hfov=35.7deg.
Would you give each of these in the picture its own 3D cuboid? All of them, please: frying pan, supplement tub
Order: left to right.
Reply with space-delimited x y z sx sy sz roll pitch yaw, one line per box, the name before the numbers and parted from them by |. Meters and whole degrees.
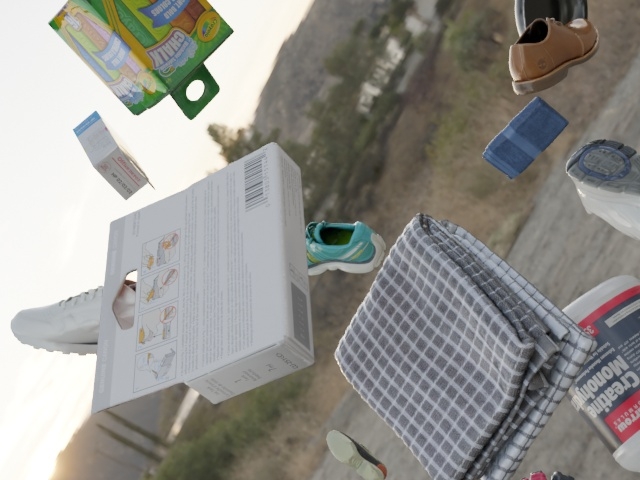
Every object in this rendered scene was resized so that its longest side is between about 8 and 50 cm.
frying pan | 0.339 -0.411 1.575 0.053 0.326 0.197 4 58 44
supplement tub | 0.456 0.204 1.418 0.191 0.272 0.191 -30 -24 -15

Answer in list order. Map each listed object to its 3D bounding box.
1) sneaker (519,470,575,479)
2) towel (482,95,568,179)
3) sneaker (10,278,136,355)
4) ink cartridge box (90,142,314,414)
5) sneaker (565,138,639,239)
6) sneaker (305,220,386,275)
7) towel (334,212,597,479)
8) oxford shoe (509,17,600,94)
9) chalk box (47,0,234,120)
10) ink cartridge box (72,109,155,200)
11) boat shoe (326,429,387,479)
sneaker | 0.359 0.393 1.187 0.112 0.299 0.121 -71 5 -61
towel | 0.293 -0.147 1.426 0.119 0.067 0.029 -47 19 24
sneaker | -0.274 0.092 1.262 0.090 0.235 0.095 -95 6 -73
ink cartridge box | -0.140 0.053 1.180 0.261 0.066 0.296 -23 47 21
sneaker | 0.496 -0.044 1.439 0.111 0.297 0.129 -43 -41 -12
sneaker | 0.000 0.000 1.990 0.275 0.110 0.107 -5 54 35
towel | 0.156 0.133 1.201 0.284 0.121 0.235 48 117 43
oxford shoe | 0.307 -0.260 1.295 0.076 0.076 0.212 -6 22 38
chalk box | -0.288 -0.344 1.716 0.180 0.289 0.179 -52 18 -26
ink cartridge box | -0.376 -0.146 1.810 0.061 0.104 0.181 -39 44 0
boat shoe | 0.070 0.407 1.887 0.049 0.137 0.043 -54 -8 22
